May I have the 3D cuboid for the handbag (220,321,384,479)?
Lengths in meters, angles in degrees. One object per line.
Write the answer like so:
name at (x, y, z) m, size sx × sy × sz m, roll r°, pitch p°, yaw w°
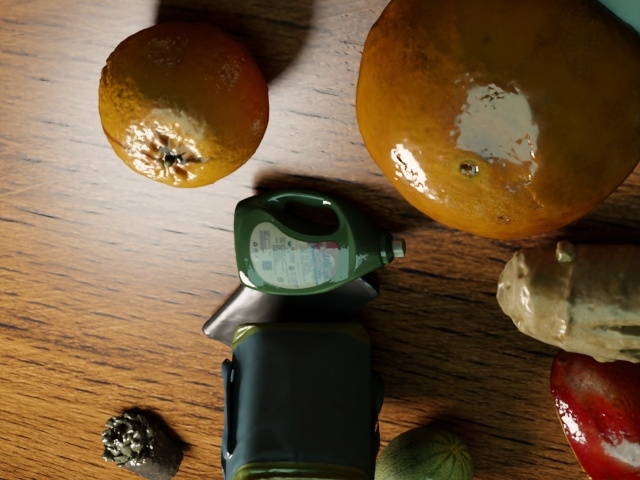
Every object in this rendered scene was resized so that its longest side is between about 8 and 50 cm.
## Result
handbag at (-0.028, 0.261, 1.559) m, size 0.222 × 0.241 × 0.263 m, roll 3°, pitch 144°, yaw -2°

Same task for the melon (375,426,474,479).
melon at (0.146, 0.347, 1.685) m, size 0.139 × 0.139 × 0.192 m, roll 29°, pitch 134°, yaw -7°

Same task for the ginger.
ginger at (0.373, 0.067, 1.299) m, size 0.354 × 0.126 × 0.189 m, roll -5°, pitch 127°, yaw 30°

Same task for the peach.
peach at (0.403, 0.232, 1.450) m, size 0.154 × 0.158 × 0.267 m, roll -21°, pitch 121°, yaw 31°

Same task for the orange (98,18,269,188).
orange at (-0.153, -0.146, 1.278) m, size 0.193 × 0.161 × 0.193 m, roll 13°, pitch 133°, yaw 14°

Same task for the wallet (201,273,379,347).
wallet at (-0.043, 0.091, 1.581) m, size 0.146 × 0.030 × 0.285 m, roll 34°, pitch 136°, yaw -9°

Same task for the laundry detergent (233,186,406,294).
laundry detergent at (0.000, 0.000, 1.427) m, size 0.211 × 0.063 × 0.137 m, roll -2°, pitch 102°, yaw 17°

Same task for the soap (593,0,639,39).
soap at (0.266, -0.263, 0.981) m, size 0.230 × 0.145 × 0.091 m, roll 36°, pitch 137°, yaw -14°

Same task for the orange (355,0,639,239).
orange at (0.171, -0.136, 1.102) m, size 0.284 × 0.226 × 0.283 m, roll 11°, pitch 131°, yaw 13°

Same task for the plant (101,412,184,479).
plant at (-0.298, 0.345, 1.916) m, size 0.092 × 0.094 × 0.143 m, roll -9°, pitch 135°, yaw 45°
